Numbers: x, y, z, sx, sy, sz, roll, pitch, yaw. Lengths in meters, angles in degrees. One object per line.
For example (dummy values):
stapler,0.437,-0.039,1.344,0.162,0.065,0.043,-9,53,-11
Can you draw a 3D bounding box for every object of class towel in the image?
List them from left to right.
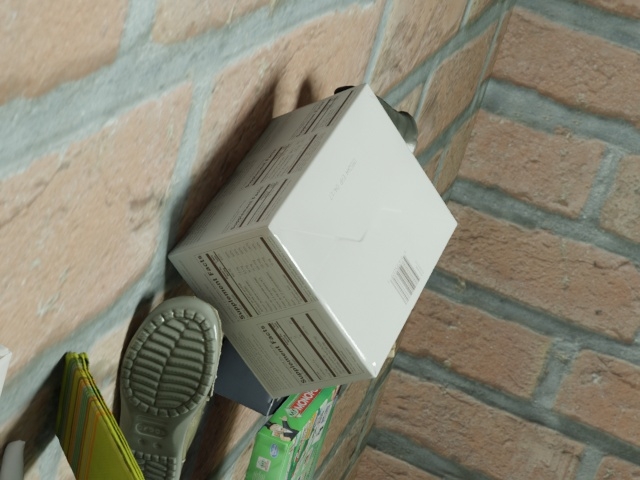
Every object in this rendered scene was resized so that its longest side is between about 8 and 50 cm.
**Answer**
towel,-0.173,0.203,1.138,0.021,0.237,0.102,-6,128,-29

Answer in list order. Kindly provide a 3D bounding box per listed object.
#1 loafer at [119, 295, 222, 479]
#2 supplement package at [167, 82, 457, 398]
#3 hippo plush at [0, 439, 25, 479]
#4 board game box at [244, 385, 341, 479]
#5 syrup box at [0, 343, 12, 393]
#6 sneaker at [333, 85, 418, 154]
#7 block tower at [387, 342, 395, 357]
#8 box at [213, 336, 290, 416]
loafer,-0.158,0.151,1.402,0.087,0.094,0.251,-72,-178,-59
supplement package,0.000,0.000,1.443,0.204,0.145,0.262,56,42,-22
hippo plush,-0.226,0.347,1.026,0.294,0.236,0.234,-41,150,-66
board game box,-0.062,0.348,1.807,0.213,0.046,0.317,-40,149,-63
syrup box,-0.274,0.163,0.823,0.093,0.096,0.237,-42,151,-70
sneaker,-0.016,-0.065,1.624,0.130,0.109,0.286,36,92,-36
block tower,0.040,0.015,1.722,0.335,0.097,0.091,-90,178,-52
box,-0.063,0.137,1.768,0.158,0.093,0.156,22,90,-79
